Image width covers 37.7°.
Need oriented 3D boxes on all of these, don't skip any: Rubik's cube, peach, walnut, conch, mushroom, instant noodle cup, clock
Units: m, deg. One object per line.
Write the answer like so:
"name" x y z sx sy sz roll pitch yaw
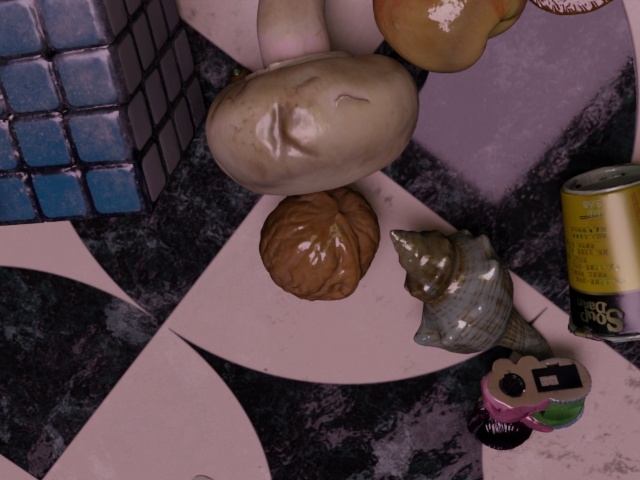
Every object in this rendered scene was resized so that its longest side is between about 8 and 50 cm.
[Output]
"Rubik's cube" -0.392 -0.246 1.374 0.344 0.344 0.337 -5 121 12
"peach" 0.167 -0.355 1.315 0.232 0.232 0.233 4 115 9
"walnut" 0.000 0.000 1.503 0.213 0.213 0.213 4 115 9
"conch" 0.240 0.113 1.536 0.203 0.170 0.386 -33 105 29
"mushroom" -0.012 -0.202 1.391 0.315 0.356 0.315 0 138 0
"instant noodle cup" 0.464 0.013 1.442 0.215 0.215 0.236 -13 103 16
"clock" 0.356 0.284 1.611 0.193 0.100 0.195 -3 145 -7

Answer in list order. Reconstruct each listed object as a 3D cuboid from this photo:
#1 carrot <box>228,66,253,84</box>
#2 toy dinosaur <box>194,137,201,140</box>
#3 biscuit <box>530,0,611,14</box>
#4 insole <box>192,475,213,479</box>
"carrot" -0.077 -0.172 1.532 0.049 0.049 0.254 -22 110 19
"toy dinosaur" -0.288 -0.138 1.592 0.180 0.037 0.058 -25 131 27
"biscuit" 0.364 -0.419 1.346 0.187 0.027 0.188 5 115 10
"insole" -0.193 0.551 1.904 0.065 0.004 0.197 -30 106 21
